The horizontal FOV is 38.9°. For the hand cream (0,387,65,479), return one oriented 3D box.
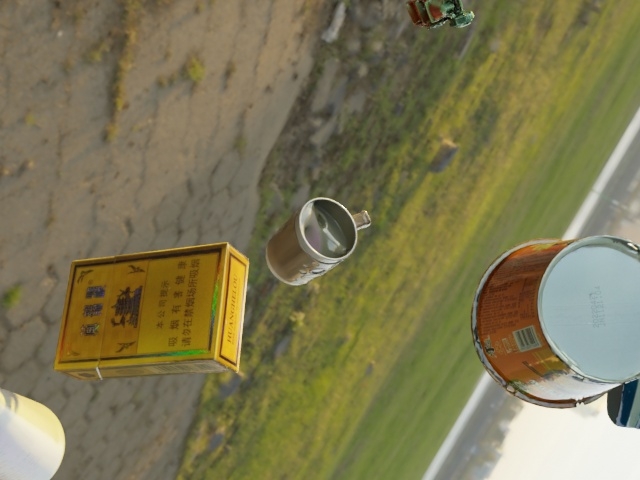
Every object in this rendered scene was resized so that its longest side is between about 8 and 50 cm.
[{"bbox_3d":[-0.388,0.207,0.994,0.358,0.186,0.117,85,-2,-70],"label":"hand cream"}]

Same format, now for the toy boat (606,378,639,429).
[{"bbox_3d":[0.625,0.239,1.817,0.096,0.062,0.299,-94,-176,-68],"label":"toy boat"}]

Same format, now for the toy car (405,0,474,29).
[{"bbox_3d":[0.186,-0.369,1.431,0.054,0.073,0.143,-27,-161,-9],"label":"toy car"}]

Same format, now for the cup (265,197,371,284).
[{"bbox_3d":[-0.006,-0.005,1.028,0.102,0.074,0.099,-51,-172,-35],"label":"cup"}]

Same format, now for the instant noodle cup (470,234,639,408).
[{"bbox_3d":[0.320,0.092,1.123,0.230,0.230,0.182,-56,178,-13],"label":"instant noodle cup"}]

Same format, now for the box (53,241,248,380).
[{"bbox_3d":[-0.272,0.119,1.460,0.084,0.302,0.192,46,43,-57],"label":"box"}]
